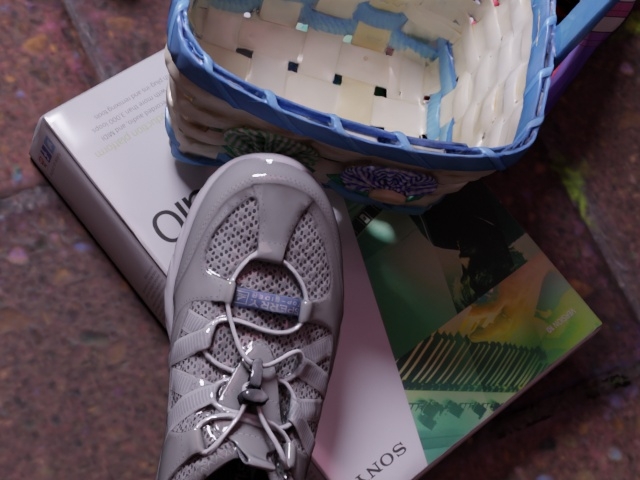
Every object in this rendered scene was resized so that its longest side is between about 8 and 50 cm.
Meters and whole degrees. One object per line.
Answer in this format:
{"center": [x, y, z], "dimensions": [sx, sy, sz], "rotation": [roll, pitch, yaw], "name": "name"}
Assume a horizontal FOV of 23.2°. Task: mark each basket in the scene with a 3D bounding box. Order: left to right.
{"center": [0.037, -0.142, 0.894], "dimensions": [0.254, 0.289, 0.201], "rotation": [13, 56, -10], "name": "basket"}

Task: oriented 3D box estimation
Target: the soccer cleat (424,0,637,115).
{"center": [0.176, -0.182, 1.132], "dimensions": [0.108, 0.116, 0.318], "rotation": [37, 59, 0], "name": "soccer cleat"}

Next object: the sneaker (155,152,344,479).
{"center": [-0.034, 0.093, 0.856], "dimensions": [0.105, 0.115, 0.281], "rotation": [6, 94, -13], "name": "sneaker"}

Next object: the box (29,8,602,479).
{"center": [0.000, 0.000, 1.013], "dimensions": [0.232, 0.058, 0.322], "rotation": [-35, 81, -30], "name": "box"}
